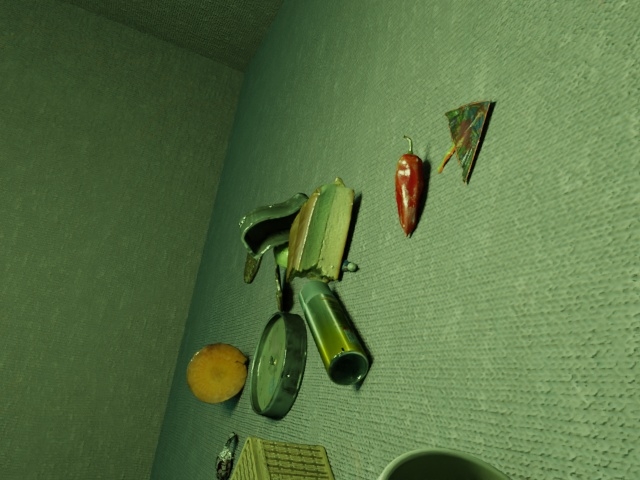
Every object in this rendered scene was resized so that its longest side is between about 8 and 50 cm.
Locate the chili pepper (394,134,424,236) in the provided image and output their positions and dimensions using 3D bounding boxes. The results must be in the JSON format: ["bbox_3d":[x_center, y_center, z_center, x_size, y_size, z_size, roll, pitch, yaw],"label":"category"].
[{"bbox_3d":[0.166,-0.101,0.951,0.059,0.050,0.191,174,98,-65],"label":"chili pepper"}]

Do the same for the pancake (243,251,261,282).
[{"bbox_3d":[-0.253,0.066,1.940,0.199,0.021,0.199,-164,90,-70],"label":"pancake"}]

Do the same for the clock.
[{"bbox_3d":[-0.117,0.323,1.350,0.280,0.055,0.280,-52,29,45],"label":"clock"}]

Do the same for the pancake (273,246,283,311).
[{"bbox_3d":[-0.120,0.115,1.467,0.190,0.020,0.184,-120,26,-78],"label":"pancake"}]

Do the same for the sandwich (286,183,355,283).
[{"bbox_3d":[0.000,0.000,1.206,0.220,0.108,0.186,123,155,-47],"label":"sandwich"}]

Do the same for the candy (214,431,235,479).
[{"bbox_3d":[-0.300,0.685,1.555,0.094,0.051,0.226,-145,72,-71],"label":"candy"}]

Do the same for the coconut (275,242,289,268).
[{"bbox_3d":[-0.085,0.038,1.445,0.096,0.088,0.088,22,96,42],"label":"coconut"}]

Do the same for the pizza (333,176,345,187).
[{"bbox_3d":[0.044,-0.113,1.307,0.108,0.026,0.123,-9,66,65],"label":"pizza"}]

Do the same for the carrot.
[{"bbox_3d":[-0.361,0.427,1.725,0.254,0.196,0.196,162,121,-69],"label":"carrot"}]

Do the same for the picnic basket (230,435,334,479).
[{"bbox_3d":[-0.104,0.564,0.966,0.313,0.175,0.228,-68,22,17],"label":"picnic basket"}]

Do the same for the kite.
[{"bbox_3d":[0.241,-0.175,0.870,0.159,0.010,0.190,126,154,-45],"label":"kite"}]

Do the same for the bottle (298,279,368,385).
[{"bbox_3d":[0.019,0.180,1.070,0.286,0.082,0.082,-120,49,-63],"label":"bottle"}]

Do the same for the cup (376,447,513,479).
[{"bbox_3d":[0.123,0.388,0.504,0.289,0.219,0.257,45,123,30],"label":"cup"}]

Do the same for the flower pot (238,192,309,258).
[{"bbox_3d":[-0.110,-0.049,1.411,0.108,0.229,0.103,-127,14,-66],"label":"flower pot"}]

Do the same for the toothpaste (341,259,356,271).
[{"bbox_3d":[0.061,0.058,1.141,0.083,0.019,0.027,-178,102,-77],"label":"toothpaste"}]
